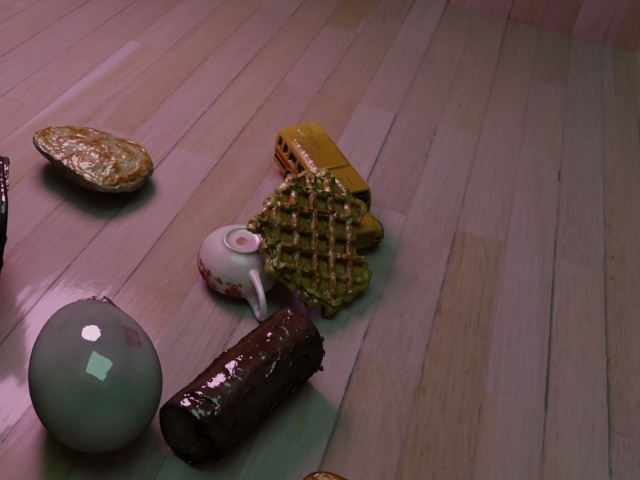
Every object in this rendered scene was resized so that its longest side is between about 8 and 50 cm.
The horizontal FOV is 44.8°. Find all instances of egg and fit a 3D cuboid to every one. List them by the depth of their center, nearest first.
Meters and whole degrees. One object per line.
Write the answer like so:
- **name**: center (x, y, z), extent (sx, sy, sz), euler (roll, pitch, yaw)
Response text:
- **egg**: center (-0.327, 0.189, 1.123), extent (0.183, 0.183, 0.264), euler (-8, 35, -24)

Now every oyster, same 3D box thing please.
- **oyster**: center (-0.372, 0.116, 1.325), extent (0.093, 0.034, 0.051), euler (4, 46, -16)

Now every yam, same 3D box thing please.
- **yam**: center (-0.110, 0.220, 1.190), extent (0.131, 0.131, 0.280), euler (30, 43, 22)

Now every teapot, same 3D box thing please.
- **teapot**: center (-0.142, 0.045, 1.427), extent (0.159, 0.116, 0.245), euler (5, 43, -26)

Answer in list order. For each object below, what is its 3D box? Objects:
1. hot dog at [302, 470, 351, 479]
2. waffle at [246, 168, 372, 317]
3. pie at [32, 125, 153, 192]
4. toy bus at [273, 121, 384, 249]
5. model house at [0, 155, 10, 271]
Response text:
- **hot dog**: center (0.075, 0.396, 1.059), extent (0.250, 0.068, 0.100), euler (21, 49, 15)
- **waffle**: center (-0.001, 0.001, 1.440), extent (0.291, 0.051, 0.291), euler (14, 66, -33)
- **pie**: center (-0.466, -0.165, 1.609), extent (0.248, 0.090, 0.201), euler (31, 31, 22)
- **toy bus**: center (0.016, -0.116, 1.639), extent (0.121, 0.123, 0.335), euler (-12, 45, -24)
- **model house**: center (-0.651, -0.025, 1.240), extent (0.279, 0.218, 0.205), euler (5, 35, -28)
